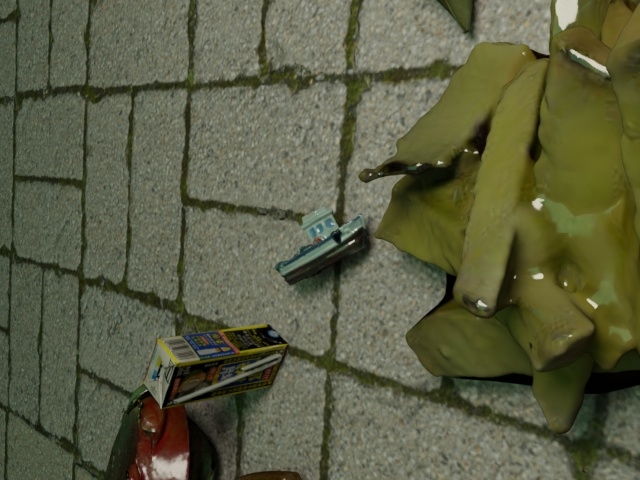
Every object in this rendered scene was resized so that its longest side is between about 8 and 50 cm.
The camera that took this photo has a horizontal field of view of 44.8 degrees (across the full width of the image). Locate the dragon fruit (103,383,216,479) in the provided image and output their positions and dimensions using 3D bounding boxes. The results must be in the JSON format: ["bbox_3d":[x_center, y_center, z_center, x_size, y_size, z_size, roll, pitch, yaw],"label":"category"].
[{"bbox_3d":[-0.232,0.344,1.058,0.268,0.130,0.295,-7,69,64],"label":"dragon fruit"}]

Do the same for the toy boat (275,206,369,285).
[{"bbox_3d":[0.000,0.000,0.872,0.140,0.059,0.066,-29,87,42],"label":"toy boat"}]

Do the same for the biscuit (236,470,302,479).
[{"bbox_3d":[-0.070,0.410,0.972,0.278,0.043,0.301,46,124,41],"label":"biscuit"}]

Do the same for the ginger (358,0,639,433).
[{"bbox_3d":[0.159,-0.043,0.593,0.413,0.211,0.358,-37,63,43],"label":"ginger"}]

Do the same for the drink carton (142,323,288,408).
[{"bbox_3d":[-0.122,0.149,0.933,0.056,0.166,0.071,44,123,37],"label":"drink carton"}]

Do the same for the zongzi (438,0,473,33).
[{"bbox_3d":[0.090,-0.264,0.779,0.154,0.062,0.130,7,108,54],"label":"zongzi"}]
